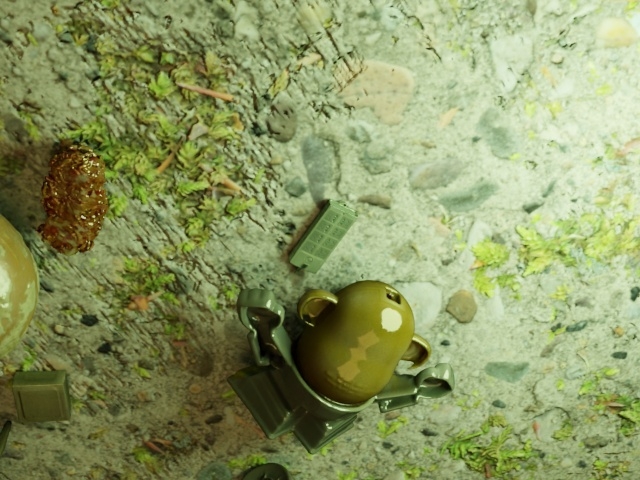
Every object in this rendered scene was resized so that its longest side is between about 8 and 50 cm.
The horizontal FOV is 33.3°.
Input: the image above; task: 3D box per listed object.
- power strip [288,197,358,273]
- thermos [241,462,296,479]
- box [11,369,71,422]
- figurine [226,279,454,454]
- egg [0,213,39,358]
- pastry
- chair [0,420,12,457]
[{"bbox_3d":[0.000,0.000,1.515,0.051,0.019,0.136,25,119,-23],"label":"power strip"},{"bbox_3d":[-0.066,0.467,1.801,0.137,0.105,0.193,-6,137,31],"label":"thermos"},{"bbox_3d":[-0.425,0.240,1.636,0.080,0.035,0.083,-1,126,-4],"label":"box"},{"bbox_3d":[0.027,0.172,1.551,0.343,0.167,0.285,7,135,-35],"label":"figurine"},{"bbox_3d":[-0.473,0.052,1.401,0.204,0.203,0.245,-8,118,1],"label":"egg"},{"bbox_3d":[-0.324,-0.058,1.424,0.087,0.063,0.169,16,128,-5],"label":"pastry"},{"bbox_3d":[-0.572,0.409,1.598,0.166,0.272,0.188,9,123,-11],"label":"chair"}]
